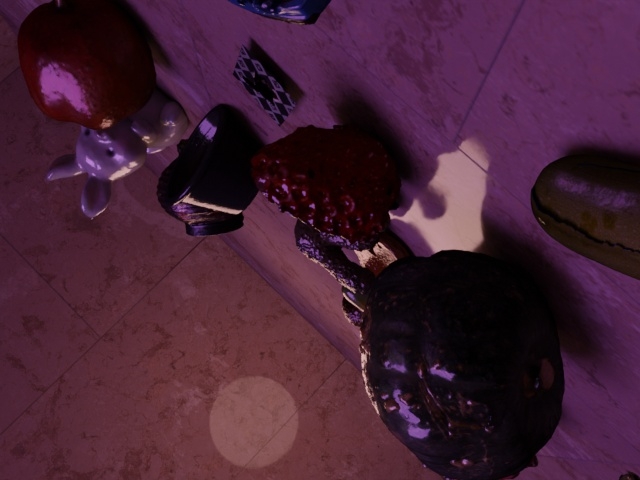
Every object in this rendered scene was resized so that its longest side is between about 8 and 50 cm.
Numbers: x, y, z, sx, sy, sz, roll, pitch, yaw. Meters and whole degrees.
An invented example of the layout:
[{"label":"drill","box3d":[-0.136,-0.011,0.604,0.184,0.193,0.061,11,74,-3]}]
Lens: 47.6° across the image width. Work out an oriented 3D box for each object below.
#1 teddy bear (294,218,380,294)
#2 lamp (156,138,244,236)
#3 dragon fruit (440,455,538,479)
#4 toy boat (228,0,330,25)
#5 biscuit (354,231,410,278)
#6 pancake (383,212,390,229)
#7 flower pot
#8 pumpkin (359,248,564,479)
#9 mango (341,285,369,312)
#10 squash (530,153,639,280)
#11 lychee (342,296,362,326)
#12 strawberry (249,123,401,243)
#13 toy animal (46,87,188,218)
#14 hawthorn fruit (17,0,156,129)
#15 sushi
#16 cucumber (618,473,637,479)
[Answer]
[{"label":"teddy bear","box3d":[0.012,-0.014,1.329,0.251,0.129,0.182,-129,42,-58]},{"label":"lamp","box3d":[-0.266,-0.131,1.710,0.247,0.247,0.247,43,168,11]},{"label":"dragon fruit","box3d":[0.292,0.334,1.367,0.237,0.231,0.303,49,166,52]},{"label":"toy boat","box3d":[-0.079,-0.296,0.749,0.223,0.100,0.097,35,175,32]},{"label":"biscuit","box3d":[0.122,0.032,1.371,0.192,0.036,0.186,33,161,47]},{"label":"pancake","box3d":[0.052,-0.071,1.111,0.151,0.025,0.152,39,-159,-18]},{"label":"flower pot","box3d":[-0.205,-0.149,1.519,0.148,0.235,0.235,28,177,-26]},{"label":"pumpkin","box3d":[0.189,0.168,0.985,0.257,0.292,0.327,2,156,39]},{"label":"mango","box3d":[0.123,0.129,1.507,0.194,0.092,0.130,30,-174,-35]},{"label":"squash","box3d":[0.283,-0.003,0.547,0.094,0.094,0.341,51,167,-28]},{"label":"lychee","box3d":[0.104,0.141,1.634,0.146,0.114,0.114,29,-176,-46]},{"label":"strawberry","box3d":[0.022,-0.097,0.960,0.236,0.111,0.190,0,-125,-51]},{"label":"toy animal","box3d":[-0.514,-0.240,1.858,0.196,0.367,0.241,39,156,12]},{"label":"hawthorn fruit","box3d":[-0.502,-0.405,1.524,0.287,0.287,0.330,37,151,34]},{"label":"sushi","box3d":[-0.081,-0.246,1.132,0.120,0.026,0.126,48,164,-3]},{"label":"cucumber","box3d":[0.568,0.460,1.325,0.034,0.033,0.135,-3,144,29]}]
